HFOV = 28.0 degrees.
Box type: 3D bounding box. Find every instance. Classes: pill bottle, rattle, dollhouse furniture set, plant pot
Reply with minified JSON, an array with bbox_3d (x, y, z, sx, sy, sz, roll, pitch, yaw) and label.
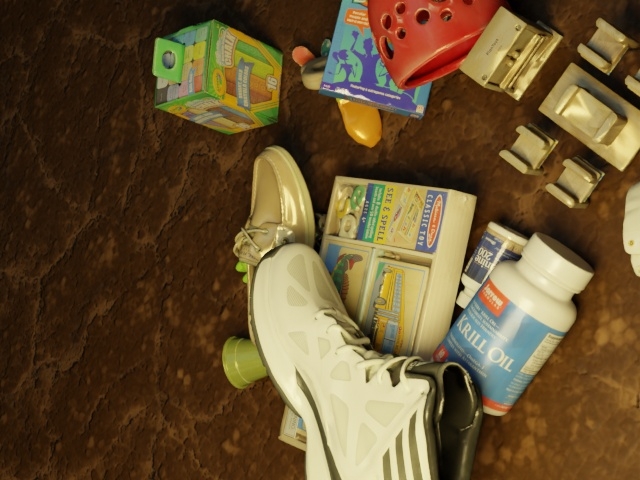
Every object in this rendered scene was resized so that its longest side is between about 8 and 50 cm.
[{"bbox_3d":[0.229,0.040,1.714,0.067,0.067,0.120,35,102,45],"label":"pill bottle"},{"bbox_3d":[0.032,-0.238,2.024,0.130,0.143,0.200,-45,24,-17],"label":"rattle"},{"bbox_3d":[0.326,-0.189,1.677,0.242,0.161,0.212,40,107,21],"label":"dollhouse furniture set"},{"bbox_3d":[0.247,0.103,1.636,0.221,0.124,0.124,-58,46,15],"label":"pill bottle"},{"bbox_3d":[0.153,-0.328,1.782,0.191,0.191,0.174,-29,86,35],"label":"plant pot"},{"bbox_3d":[-0.096,0.182,1.988,0.079,0.083,0.083,-15,66,27],"label":"plant pot"}]

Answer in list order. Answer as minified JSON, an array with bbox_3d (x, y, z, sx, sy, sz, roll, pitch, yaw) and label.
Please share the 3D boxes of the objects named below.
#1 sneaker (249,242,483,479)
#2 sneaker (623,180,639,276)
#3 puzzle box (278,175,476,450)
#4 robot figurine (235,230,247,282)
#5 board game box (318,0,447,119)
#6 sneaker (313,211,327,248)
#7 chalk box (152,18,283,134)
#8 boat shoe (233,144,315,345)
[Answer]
[{"bbox_3d":[0.077,0.162,1.636,0.257,0.169,0.447,-36,61,34],"label":"sneaker"},{"bbox_3d":[0.449,0.025,1.487,0.169,0.108,0.292,-36,45,33],"label":"sneaker"},{"bbox_3d":[0.074,0.119,1.807,0.272,0.052,0.409,10,88,54],"label":"puzzle box"},{"bbox_3d":[-0.082,0.019,2.025,0.115,0.067,0.101,-45,60,24],"label":"robot figurine"},{"bbox_3d":[0.099,-0.301,1.895,0.047,0.160,0.210,131,152,-85],"label":"board game box"},{"bbox_3d":[0.000,0.000,1.949,0.038,0.069,0.098,-35,55,32],"label":"sneaker"},{"bbox_3d":[-0.183,-0.273,2.113,0.132,0.213,0.132,-9,71,43],"label":"chalk box"},{"bbox_3d":[-0.074,0.011,1.916,0.109,0.098,0.302,17,114,56],"label":"boat shoe"}]
